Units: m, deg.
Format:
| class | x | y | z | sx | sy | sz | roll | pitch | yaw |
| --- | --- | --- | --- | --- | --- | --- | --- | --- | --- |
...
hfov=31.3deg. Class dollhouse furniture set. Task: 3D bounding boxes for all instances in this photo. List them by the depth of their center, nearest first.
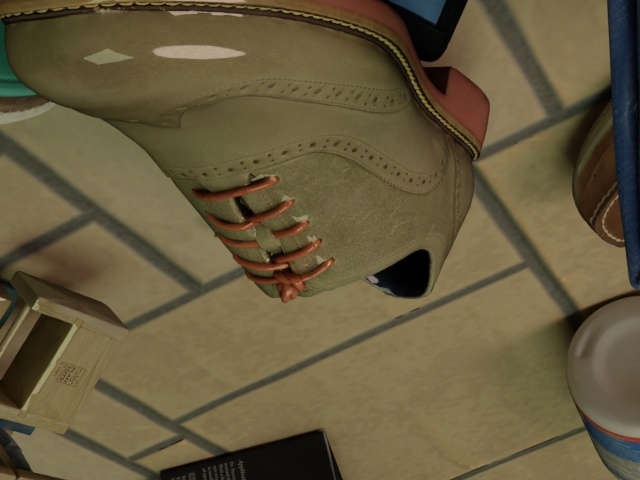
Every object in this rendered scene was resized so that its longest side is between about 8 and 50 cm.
| class | x | y | z | sx | sy | sz | roll | pitch | yaw |
| --- | --- | --- | --- | --- | --- | --- | --- | --- | --- |
| dollhouse furniture set | -0.213 | 0.103 | 0.782 | 0.129 | 0.129 | 0.183 | 28 | 98 | -45 |

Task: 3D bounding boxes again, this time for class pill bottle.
| class | x | y | z | sx | sy | sz | roll | pitch | yaw |
| --- | --- | --- | --- | --- | --- | --- | --- | --- | --- |
| pill bottle | 0.292 | 0.148 | 0.993 | 0.124 | 0.124 | 0.221 | -22 | 145 | 11 |

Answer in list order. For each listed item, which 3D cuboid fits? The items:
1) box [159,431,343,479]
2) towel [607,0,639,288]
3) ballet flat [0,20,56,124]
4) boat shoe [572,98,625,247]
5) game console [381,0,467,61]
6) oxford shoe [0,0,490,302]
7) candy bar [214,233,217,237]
| class | x | y | z | sx | sy | sz | roll | pitch | yaw |
| --- | --- | --- | --- | --- | --- | --- | --- | --- | --- |
| box | -0.050 | 0.265 | 1.059 | 0.158 | 0.093 | 0.156 | -14 | 145 | 1 |
| towel | 0.216 | -0.117 | 0.496 | 0.285 | 0.034 | 0.209 | -22 | 113 | -35 |
| ballet flat | -0.266 | -0.136 | 0.402 | 0.139 | 0.139 | 0.400 | -35 | 148 | 27 |
| boat shoe | 0.292 | -0.084 | 0.674 | 0.123 | 0.116 | 0.324 | 21 | 132 | -40 |
| game console | 0.018 | -0.136 | 0.539 | 0.107 | 0.071 | 0.122 | 30 | 140 | 7 |
| oxford shoe | -0.011 | -0.036 | 0.533 | 0.123 | 0.130 | 0.348 | 2 | 174 | 33 |
| candy bar | 0.000 | 0.000 | 0.773 | 0.161 | 0.018 | 0.040 | 14 | 132 | -34 |
